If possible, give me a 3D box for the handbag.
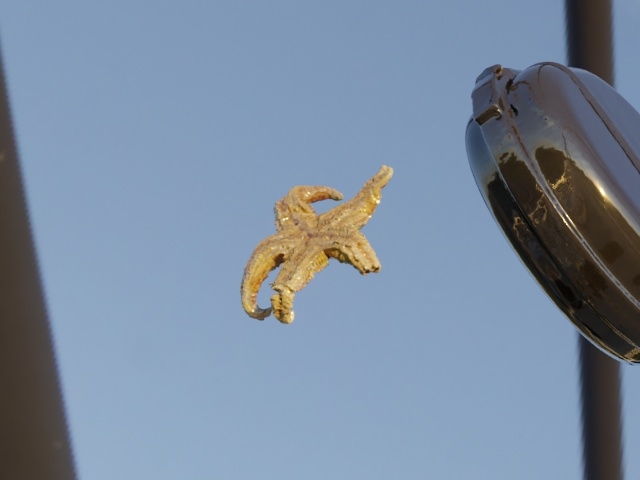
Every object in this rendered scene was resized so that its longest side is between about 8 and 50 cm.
[{"bbox_3d":[0.216,-0.027,1.226,0.093,0.308,0.254,-36,-102,21],"label":"handbag"}]

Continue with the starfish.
[{"bbox_3d":[-0.002,-0.007,1.565,0.150,0.210,0.053,32,-29,34],"label":"starfish"}]
